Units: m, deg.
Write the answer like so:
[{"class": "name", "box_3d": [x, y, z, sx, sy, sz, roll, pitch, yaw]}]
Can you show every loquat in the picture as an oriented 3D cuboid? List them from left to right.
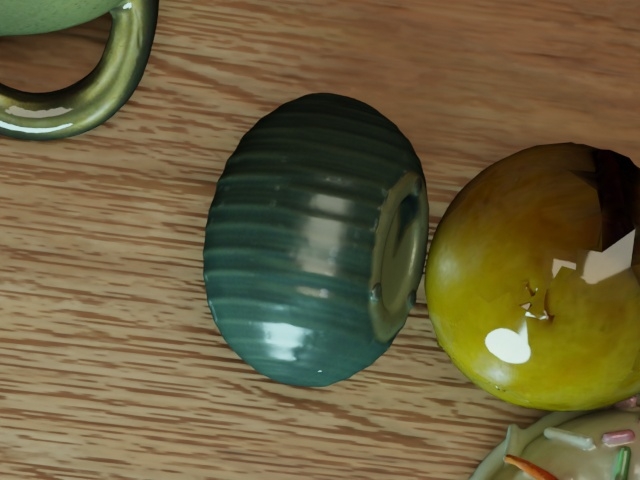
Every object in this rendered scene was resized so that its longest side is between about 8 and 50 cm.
[{"class": "loquat", "box_3d": [0.200, 0.031, 1.484, 0.235, 0.235, 0.235, 1, 82, -6]}]

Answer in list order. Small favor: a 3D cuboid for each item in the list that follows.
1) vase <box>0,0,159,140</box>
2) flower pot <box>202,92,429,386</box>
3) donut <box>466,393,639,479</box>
[{"class": "vase", "box_3d": [-0.271, -0.229, 1.494, 0.302, 0.241, 0.329, -28, 112, 3]}, {"class": "flower pot", "box_3d": [0.000, 0.000, 1.484, 0.157, 0.189, 0.243, 9, 84, 26]}, {"class": "donut", "box_3d": [0.282, 0.310, 1.498, 0.382, 0.142, 0.382, 1, 82, -7]}]
